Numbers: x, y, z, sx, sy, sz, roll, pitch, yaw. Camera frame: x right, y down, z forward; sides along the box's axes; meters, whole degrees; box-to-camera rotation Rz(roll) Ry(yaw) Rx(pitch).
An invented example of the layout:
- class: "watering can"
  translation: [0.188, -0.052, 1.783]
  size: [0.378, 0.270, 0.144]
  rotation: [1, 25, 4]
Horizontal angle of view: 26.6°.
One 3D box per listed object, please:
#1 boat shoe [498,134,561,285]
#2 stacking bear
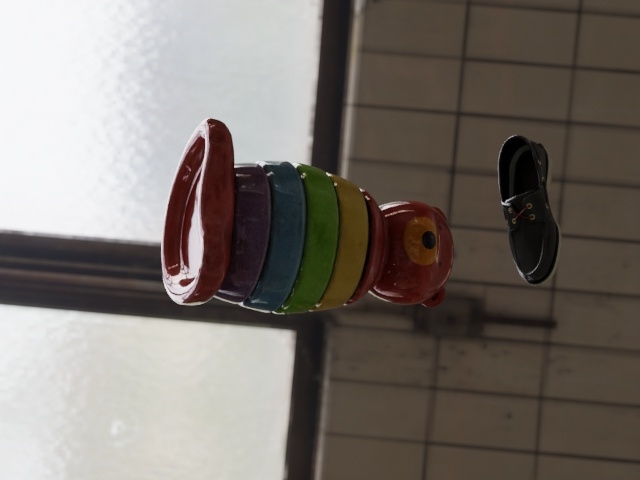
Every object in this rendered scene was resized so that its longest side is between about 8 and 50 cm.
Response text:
- class: "boat shoe"
  translation: [0.175, -0.026, 1.151]
  size: [0.042, 0.049, 0.133]
  rotation: [24, -122, -45]
- class: "stacking bear"
  translation: [0.000, 0.000, 1.355]
  size: [0.164, 0.289, 0.175]
  rotation: [143, 132, -62]
